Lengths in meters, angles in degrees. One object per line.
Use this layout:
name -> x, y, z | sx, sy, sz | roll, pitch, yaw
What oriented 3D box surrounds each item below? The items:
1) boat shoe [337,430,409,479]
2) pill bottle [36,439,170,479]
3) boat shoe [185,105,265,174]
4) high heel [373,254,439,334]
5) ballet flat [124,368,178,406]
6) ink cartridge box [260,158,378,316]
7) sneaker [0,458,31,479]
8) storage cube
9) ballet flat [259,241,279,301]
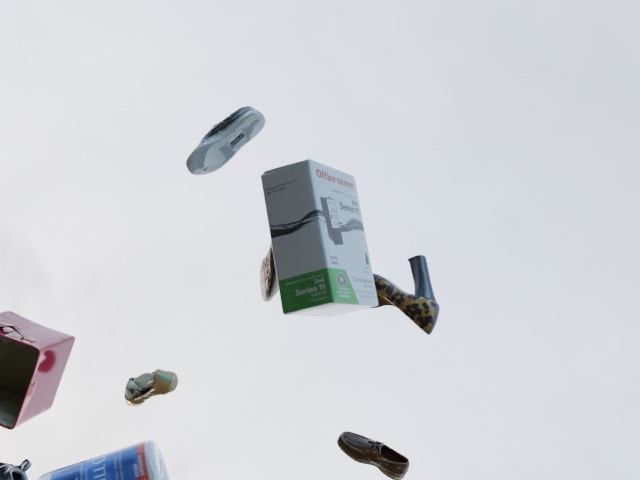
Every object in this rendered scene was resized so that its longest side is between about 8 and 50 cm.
boat shoe -> 0.125, 0.486, 1.804 | 0.178, 0.064, 0.060 | 26, -49, 7
pill bottle -> -0.322, 0.369, 1.082 | 0.124, 0.221, 0.124 | 163, -90, -81
boat shoe -> -0.230, -0.236, 1.831 | 0.070, 0.219, 0.078 | 41, -16, 44
high heel -> 0.152, 0.164, 1.782 | 0.261, 0.093, 0.186 | -31, -128, 34
ballet flat -> -0.446, 0.362, 1.960 | 0.232, 0.073, 0.080 | -27, -135, 40
ink cartridge box -> 0.000, 0.000, 1.130 | 0.087, 0.153, 0.208 | -16, -103, 26
sneaker -> -0.675, 0.545, 1.557 | 0.153, 0.268, 0.101 | -12, -55, 15
storage cube -> -0.691, 0.281, 1.740 | 0.184, 0.193, 0.215 | 20, -87, 4
ballet flat -> -0.089, 0.036, 1.703 | 0.084, 0.058, 0.250 | -118, -146, -46
